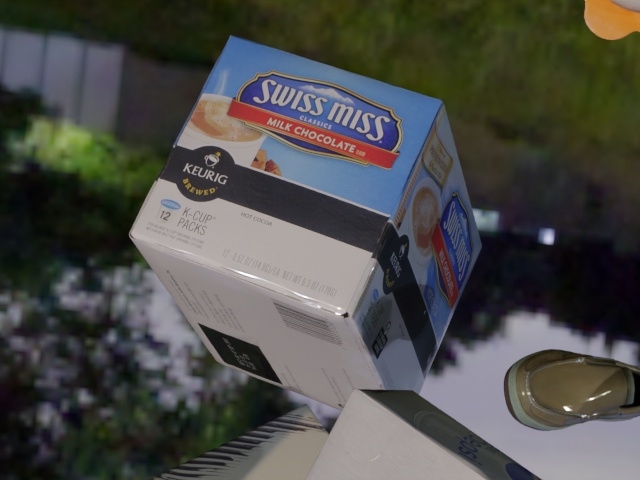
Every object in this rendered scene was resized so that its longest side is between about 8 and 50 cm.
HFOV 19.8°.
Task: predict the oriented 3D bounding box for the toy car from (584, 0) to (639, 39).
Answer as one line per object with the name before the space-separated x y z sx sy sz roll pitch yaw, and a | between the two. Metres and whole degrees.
toy car | 0.342 -0.283 1.713 0.210 0.238 0.219 31 -166 4

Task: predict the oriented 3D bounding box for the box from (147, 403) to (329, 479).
box | -0.107 0.289 2.044 0.275 0.094 0.113 -22 158 -41

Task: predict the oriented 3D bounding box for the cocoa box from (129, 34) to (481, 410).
cocoa box | 0.000 0.000 1.789 0.231 0.228 0.347 20 162 19

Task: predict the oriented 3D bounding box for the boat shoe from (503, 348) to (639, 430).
boat shoe | 0.232 0.122 1.543 0.072 0.068 0.190 -10 173 42

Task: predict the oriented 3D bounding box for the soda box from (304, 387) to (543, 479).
soda box | 0.126 0.208 1.181 0.286 0.098 0.091 33 -169 28
